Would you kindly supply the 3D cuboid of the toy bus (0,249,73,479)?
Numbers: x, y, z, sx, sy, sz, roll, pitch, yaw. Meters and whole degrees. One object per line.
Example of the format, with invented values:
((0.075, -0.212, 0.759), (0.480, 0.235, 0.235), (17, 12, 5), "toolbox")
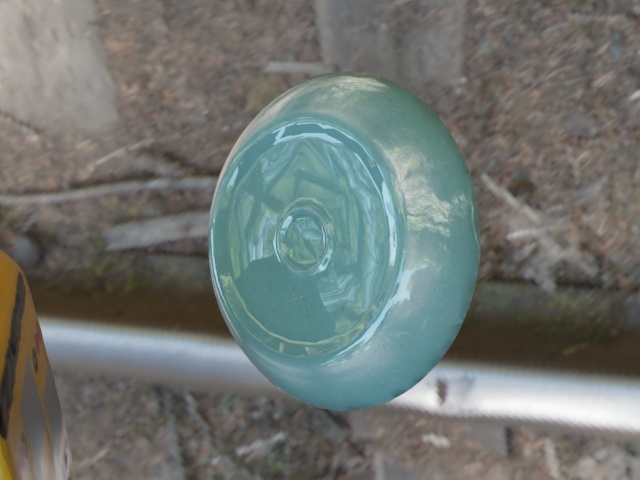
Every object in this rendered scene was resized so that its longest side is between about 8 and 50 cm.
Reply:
((-0.261, 0.080, 0.551), (0.333, 0.108, 0.130), (-8, 121, 0), "toy bus")

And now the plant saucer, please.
((0.000, 0.000, 0.568), (0.119, 0.021, 0.119), (-1, 88, 39), "plant saucer")
